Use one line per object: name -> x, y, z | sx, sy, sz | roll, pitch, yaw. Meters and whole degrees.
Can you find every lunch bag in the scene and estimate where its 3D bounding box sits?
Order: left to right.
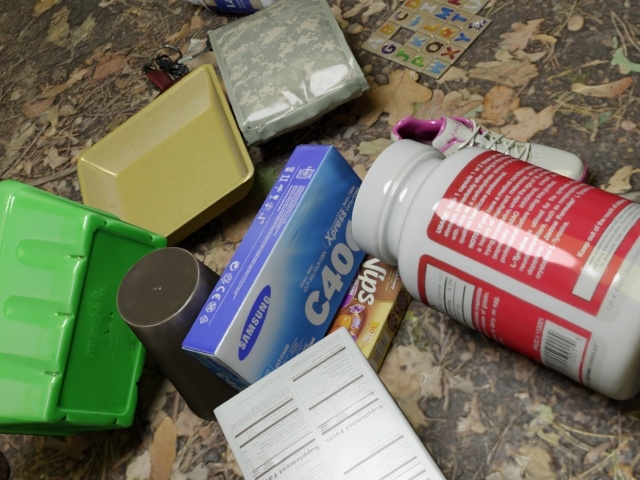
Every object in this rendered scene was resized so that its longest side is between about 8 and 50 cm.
lunch bag -> -0.050, -0.298, 1.493 | 0.235, 0.169, 0.287 | -24, 45, 6

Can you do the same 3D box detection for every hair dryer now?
hair dryer -> -0.301, -0.304, 1.690 | 0.224, 0.080, 0.293 | -9, 46, 38

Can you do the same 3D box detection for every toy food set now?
toy food set -> -0.161, -0.231, 1.552 | 0.019, 0.078, 0.122 | -21, 50, 13

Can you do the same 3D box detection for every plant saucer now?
plant saucer -> -0.271, -0.116, 1.491 | 0.333, 0.081, 0.332 | -34, 49, 12

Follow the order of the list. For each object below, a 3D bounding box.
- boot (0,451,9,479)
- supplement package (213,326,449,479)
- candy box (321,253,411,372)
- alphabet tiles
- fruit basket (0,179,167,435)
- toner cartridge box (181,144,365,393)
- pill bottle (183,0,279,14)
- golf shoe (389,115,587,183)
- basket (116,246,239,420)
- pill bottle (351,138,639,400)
boot -> -0.589, 0.313, 1.327 | 0.219, 0.106, 0.082 | 27, 70, 36
supplement package -> 0.037, 0.290, 1.001 | 0.198, 0.199, 0.262 | -33, 49, -2
candy box -> 0.067, 0.094, 1.229 | 0.109, 0.053, 0.186 | 13, 63, 31
alphabet tiles -> 0.221, -0.413, 1.559 | 0.198, 0.009, 0.237 | 32, 74, 38
fruit basket -> -0.433, 0.113, 1.276 | 0.392, 0.283, 0.391 | -9, 72, 30
toner cartridge box -> -0.040, 0.047, 1.174 | 0.075, 0.165, 0.347 | 5, 59, 44
pill bottle -> -0.176, -0.557, 1.748 | 0.265, 0.153, 0.153 | 13, 63, 32
golf shoe -> 0.242, -0.121, 1.252 | 0.306, 0.140, 0.115 | 5, 57, 26
basket -> -0.182, 0.121, 1.206 | 0.154, 0.227, 0.204 | 0, 56, 24
pill bottle -> 0.252, 0.015, 1.068 | 0.408, 0.229, 0.229 | 27, 70, 30
